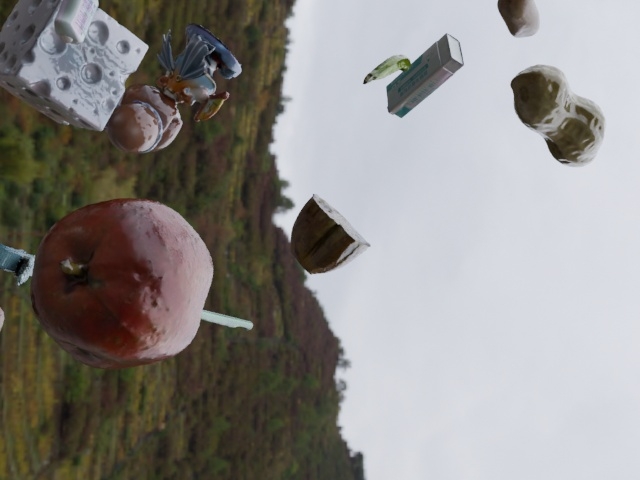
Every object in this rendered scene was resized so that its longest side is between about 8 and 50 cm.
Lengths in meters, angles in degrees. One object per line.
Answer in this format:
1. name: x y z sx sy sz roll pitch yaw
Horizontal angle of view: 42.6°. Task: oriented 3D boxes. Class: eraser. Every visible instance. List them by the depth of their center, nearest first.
1. eraser: 0.255 -0.406 2.041 0.225 0.052 0.095 -38 -139 39

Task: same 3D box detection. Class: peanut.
1. peanut: 0.436 -0.224 1.485 0.125 0.274 0.111 -1 -114 45
2. peanut: 0.433 -0.494 1.786 0.152 0.076 0.076 46 26 -47

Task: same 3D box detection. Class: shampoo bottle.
1. shampoo bottle: -0.423 -0.386 1.415 0.072 0.043 0.099 70 34 -71

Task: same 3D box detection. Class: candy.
1. candy: -0.254 0.148 1.692 0.440 0.119 0.119 24 62 -61

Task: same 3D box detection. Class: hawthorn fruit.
1. hawthorn fruit: -0.311 0.063 1.258 0.300 0.275 0.275 42 45 -70

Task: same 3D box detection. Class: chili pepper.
1. chili pepper: 0.162 -0.406 1.914 0.049 0.208 0.043 -16 -82 38

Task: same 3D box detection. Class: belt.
1. belt: -0.620 0.049 1.706 0.065 0.100 0.179 -63 176 -3

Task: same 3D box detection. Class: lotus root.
1. lotus root: 0.001 0.001 2.186 0.180 0.199 0.188 -44 -126 8

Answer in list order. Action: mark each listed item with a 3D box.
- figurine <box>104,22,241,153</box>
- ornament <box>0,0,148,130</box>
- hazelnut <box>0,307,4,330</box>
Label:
1. figurine: -0.408 -0.383 2.142 0.277 0.388 0.248 35 -9 38
2. ornament: -0.601 -0.425 1.921 0.240 0.240 0.239 15 -104 46
3. hazelnut: -0.606 0.144 1.460 0.086 0.086 0.086 -177 -90 -75
